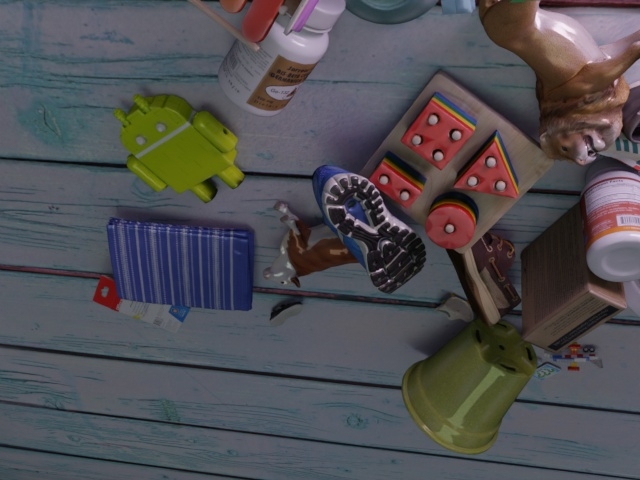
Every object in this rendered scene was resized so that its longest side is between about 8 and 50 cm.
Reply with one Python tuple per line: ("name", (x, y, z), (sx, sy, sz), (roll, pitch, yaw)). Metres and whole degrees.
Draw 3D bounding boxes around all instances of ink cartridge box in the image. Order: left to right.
("ink cartridge box", (-0.449, 0.139, 1.756), (0.231, 0.078, 0.134), (24, 136, -12))
("ink cartridge box", (0.482, 0.072, 1.334), (0.088, 0.234, 0.193), (24, 138, -11))

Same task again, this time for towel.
("towel", (-0.323, 0.059, 1.615), (0.336, 0.040, 0.243), (5, 126, 2))

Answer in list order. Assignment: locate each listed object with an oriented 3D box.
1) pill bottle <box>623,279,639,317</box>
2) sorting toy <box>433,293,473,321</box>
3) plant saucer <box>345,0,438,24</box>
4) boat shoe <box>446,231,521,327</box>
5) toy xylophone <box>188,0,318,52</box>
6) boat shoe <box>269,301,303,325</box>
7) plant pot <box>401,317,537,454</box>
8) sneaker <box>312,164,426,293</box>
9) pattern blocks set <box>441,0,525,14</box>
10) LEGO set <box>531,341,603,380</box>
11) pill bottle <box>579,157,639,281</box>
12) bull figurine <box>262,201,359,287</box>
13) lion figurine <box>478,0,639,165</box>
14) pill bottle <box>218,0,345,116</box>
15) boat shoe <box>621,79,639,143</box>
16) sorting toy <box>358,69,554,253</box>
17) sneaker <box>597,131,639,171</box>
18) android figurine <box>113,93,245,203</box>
("pill bottle", (0.705, -0.005, 1.213), (0.210, 0.210, 0.363), (24, 138, -13))
("sorting toy", (0.309, 0.166, 1.632), (0.083, 0.044, 0.075), (27, 144, -16))
("plant saucer", (0.100, -0.407, 1.044), (0.195, 0.037, 0.195), (8, 138, 7))
("boat shoe", (0.343, 0.030, 1.433), (0.123, 0.123, 0.342), (-28, 119, -1))
("toy xylophone", (-0.124, -0.406, 0.973), (0.323, 0.081, 0.236), (35, 122, 10))
("boat shoe", (-0.088, 0.178, 1.743), (0.046, 0.038, 0.125), (14, 144, -31))
("plant pot", (0.376, 0.327, 1.654), (0.276, 0.276, 0.253), (22, 126, -11))
("sneaker", (0.091, -0.030, 1.317), (0.130, 0.147, 0.330), (-37, 127, -1))
("pattern blocks set", (0.213, -0.459, 0.883), (0.286, 0.026, 0.324), (-3, 121, 38))
("LEGO set", (0.561, 0.289, 1.692), (0.183, 0.060, 0.244), (25, 139, -16))
("pill bottle", (0.524, -0.043, 1.209), (0.121, 0.216, 0.121), (7, 138, 7))
("bull figurine", (0.000, 0.000, 1.472), (0.311, 0.101, 0.188), (-15, 126, 21))
("lion figurine", (0.357, -0.298, 1.052), (0.392, 0.142, 0.240), (45, 139, -13))
("pill bottle", (-0.062, -0.319, 1.110), (0.131, 0.131, 0.229), (28, 136, -17))
("boat shoe", (0.629, -0.238, 1.055), (0.335, 0.095, 0.112), (-22, 127, 32))
("sorting toy", (0.229, -0.117, 1.219), (0.255, 0.089, 0.257), (36, 125, -3))
("sneaker", (0.527, -0.177, 1.192), (0.161, 0.057, 0.075), (22, 119, -7))
("android figurine", (-0.286, -0.185, 1.375), (0.248, 0.056, 0.273), (-21, 131, 33))
